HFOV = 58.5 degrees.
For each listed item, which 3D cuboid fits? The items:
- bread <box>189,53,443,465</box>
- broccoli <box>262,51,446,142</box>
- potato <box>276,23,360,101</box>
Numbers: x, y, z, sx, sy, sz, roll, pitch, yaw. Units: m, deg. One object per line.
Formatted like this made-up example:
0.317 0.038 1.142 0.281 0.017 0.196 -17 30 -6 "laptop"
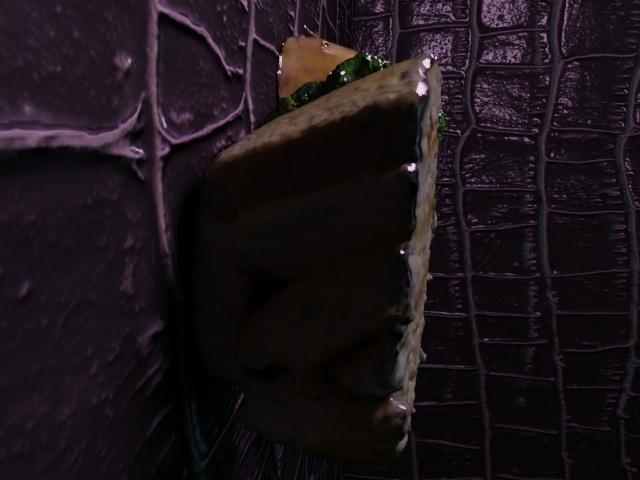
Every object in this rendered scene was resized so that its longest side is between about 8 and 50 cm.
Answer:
-0.009 0.004 0.618 0.239 0.263 0.396 -30 122 -68 "bread"
0.044 -0.129 0.877 0.295 0.265 0.245 -50 -141 18 "broccoli"
0.058 -0.240 1.090 0.289 0.237 0.301 -37 130 -81 "potato"
